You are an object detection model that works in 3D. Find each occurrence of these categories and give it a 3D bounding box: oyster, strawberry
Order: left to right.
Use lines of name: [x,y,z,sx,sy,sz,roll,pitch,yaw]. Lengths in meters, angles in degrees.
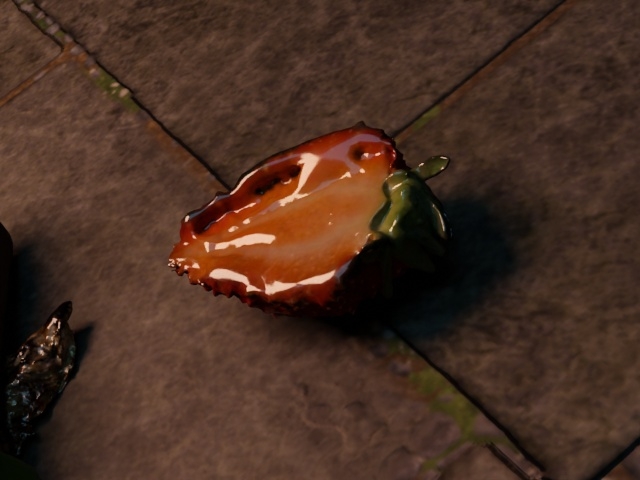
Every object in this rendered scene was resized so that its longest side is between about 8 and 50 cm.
oyster: [-0.228,0.105,0.935,0.086,0.029,0.132,-8,50,25]
strawberry: [0.003,0.000,0.857,0.192,0.085,0.140,-38,49,1]

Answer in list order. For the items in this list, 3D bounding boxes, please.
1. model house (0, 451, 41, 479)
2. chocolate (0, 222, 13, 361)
model house: [-0.390,0.219,0.660,0.324,0.340,0.300,-5,63,29]
chocolate: [-0.294,0.062,0.927,0.112,0.112,0.321,-35,34,12]
